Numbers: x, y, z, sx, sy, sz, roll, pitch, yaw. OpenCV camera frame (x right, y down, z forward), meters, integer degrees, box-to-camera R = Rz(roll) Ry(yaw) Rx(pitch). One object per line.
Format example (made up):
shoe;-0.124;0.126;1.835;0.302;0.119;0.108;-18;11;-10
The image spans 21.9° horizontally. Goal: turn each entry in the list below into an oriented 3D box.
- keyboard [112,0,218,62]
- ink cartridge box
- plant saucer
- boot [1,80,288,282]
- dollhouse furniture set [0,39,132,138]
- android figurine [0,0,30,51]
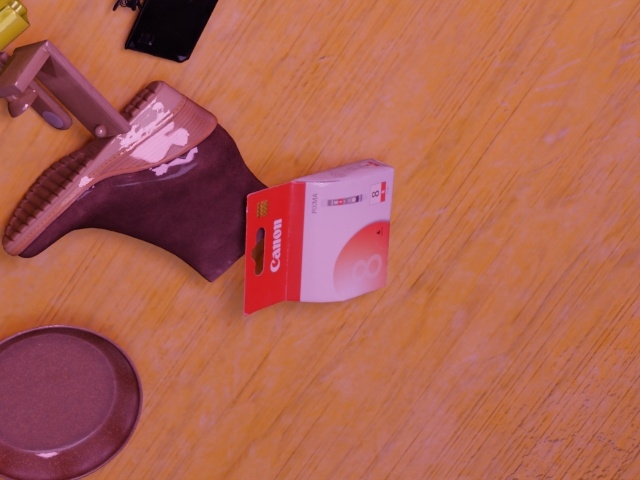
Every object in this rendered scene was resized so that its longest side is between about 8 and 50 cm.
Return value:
keyboard;-0.139;-0.271;1.627;0.100;0.038;0.192;13;117;-33
ink cartridge box;0.000;0.000;1.753;0.179;0.045;0.145;-20;123;-41
plant saucer;-0.293;0.172;1.782;0.198;0.036;0.198;-8;116;-16
boot;-0.177;-0.020;1.697;0.248;0.090;0.207;-42;118;0
dollhouse furniture set;-0.300;-0.088;1.595;0.123;0.144;0.151;47;58;-30
android figurine;-0.379;-0.240;1.517;0.273;0.056;0.248;-41;141;0
